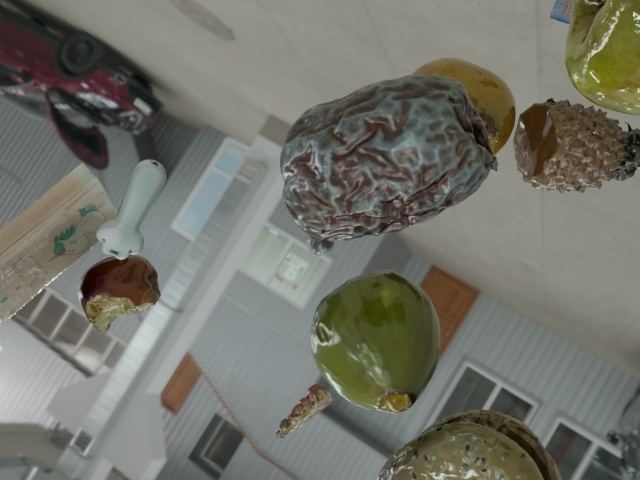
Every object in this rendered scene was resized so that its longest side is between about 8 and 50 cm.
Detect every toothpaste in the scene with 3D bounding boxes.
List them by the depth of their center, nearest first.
[{"bbox_3d":[0.557,-0.591,1.574,0.053,0.272,0.066,24,-142,10],"label":"toothpaste"}]

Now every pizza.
[{"bbox_3d":[-0.022,0.415,1.953,0.201,0.193,0.053,-24,-114,-45],"label":"pizza"}]

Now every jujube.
[{"bbox_3d":[0.091,-0.120,1.115,0.317,0.226,0.226,-14,154,24],"label":"jujube"}]

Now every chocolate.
[{"bbox_3d":[0.000,0.000,1.952,0.072,0.072,0.167,32,-176,-3],"label":"chocolate"}]

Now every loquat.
[{"bbox_3d":[0.301,-0.269,1.684,0.275,0.274,0.275,31,177,2],"label":"loquat"}]

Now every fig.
[{"bbox_3d":[0.108,0.188,1.359,0.239,0.239,0.271,34,-161,-38],"label":"fig"}]

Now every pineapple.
[{"bbox_3d":[0.641,-0.211,1.743,0.358,0.222,0.223,1,-175,-16],"label":"pineapple"}]

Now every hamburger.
[{"bbox_3d":[0.264,0.431,1.262,0.318,0.276,0.195,32,-164,26],"label":"hamburger"}]

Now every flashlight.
[{"bbox_3d":[-0.357,-0.062,1.448,0.093,0.200,0.047,24,-178,-16],"label":"flashlight"}]

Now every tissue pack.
[{"bbox_3d":[-0.550,0.007,1.495,0.071,0.325,0.170,40,163,23],"label":"tissue pack"}]

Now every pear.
[{"bbox_3d":[0.509,-0.319,1.082,0.304,0.303,0.304,31,177,2],"label":"pear"}]

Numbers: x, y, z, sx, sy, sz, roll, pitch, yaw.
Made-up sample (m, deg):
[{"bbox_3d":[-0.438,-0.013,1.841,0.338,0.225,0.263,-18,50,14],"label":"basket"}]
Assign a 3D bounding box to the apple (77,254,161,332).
[{"bbox_3d":[-0.416,0.099,1.576,0.147,0.158,0.156,62,179,22],"label":"apple"}]
